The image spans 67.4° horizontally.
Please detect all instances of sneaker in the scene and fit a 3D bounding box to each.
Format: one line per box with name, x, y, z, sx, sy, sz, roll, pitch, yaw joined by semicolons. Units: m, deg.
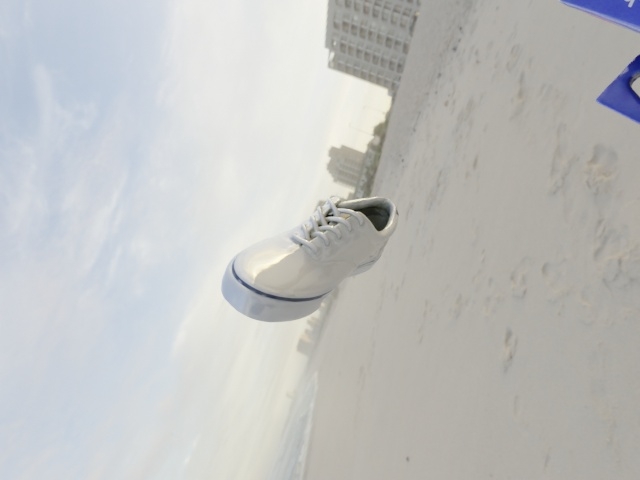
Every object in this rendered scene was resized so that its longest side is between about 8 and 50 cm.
sneaker;0.000;0.000;0.495;0.258;0.094;0.091;-26;-35;-57

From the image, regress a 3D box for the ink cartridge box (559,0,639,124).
ink cartridge box;0.363;-0.265;0.335;0.270;0.151;0.396;-111;29;-51
